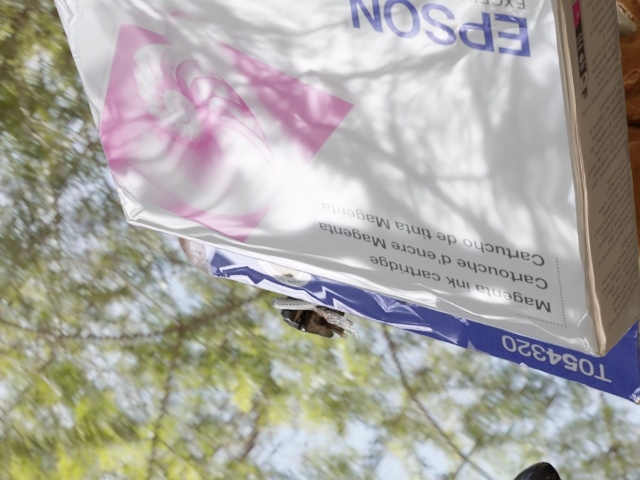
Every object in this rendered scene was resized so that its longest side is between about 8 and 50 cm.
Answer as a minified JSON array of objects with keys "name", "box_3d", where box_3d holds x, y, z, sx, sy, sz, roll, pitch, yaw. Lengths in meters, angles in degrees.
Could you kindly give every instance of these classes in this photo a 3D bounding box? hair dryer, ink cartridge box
[{"name":"hair dryer","box_3d":[0.000,0.000,1.137,0.293,0.223,0.080,31,-114,-46]},{"name":"ink cartridge box","box_3d":[0.013,-0.046,0.870,0.071,0.324,0.330,-49,-40,-36]}]

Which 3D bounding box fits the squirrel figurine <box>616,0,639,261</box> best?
[{"name":"squirrel figurine","box_3d":[0.393,-0.156,1.724,0.396,0.281,0.371,4,-97,-15]}]

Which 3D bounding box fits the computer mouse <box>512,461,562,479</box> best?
[{"name":"computer mouse","box_3d":[0.169,0.323,1.506,0.041,0.071,0.242,22,-94,-24]}]
